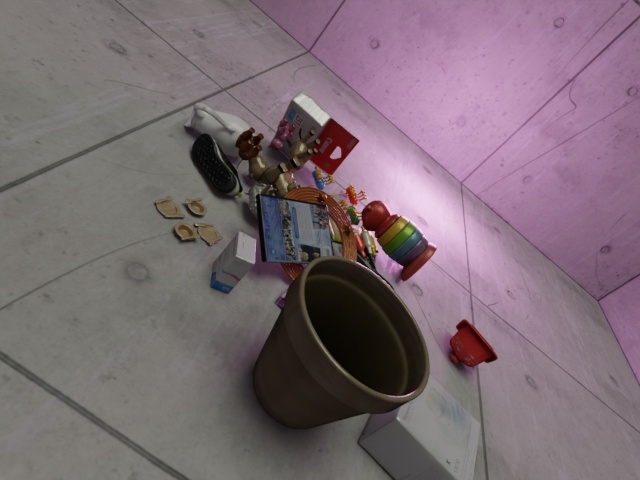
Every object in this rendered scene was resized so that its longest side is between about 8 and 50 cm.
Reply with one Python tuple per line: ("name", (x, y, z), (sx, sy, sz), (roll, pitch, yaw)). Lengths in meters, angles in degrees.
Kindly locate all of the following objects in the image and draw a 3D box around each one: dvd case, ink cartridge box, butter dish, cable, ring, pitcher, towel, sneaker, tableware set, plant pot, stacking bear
("dvd case", (-0.064, -0.025, 1.251), (0.253, 0.022, 0.180), (6, 71, -44))
("ink cartridge box", (-0.205, 0.052, 1.086), (0.052, 0.122, 0.088), (27, 34, -25))
("butter dish", (0.482, 0.361, 1.523), (0.160, 0.118, 0.160), (52, -10, 18))
("cable", (0.171, 0.077, 1.535), (0.139, 0.072, 0.287), (7, 48, -48))
("ring", (0.000, 0.000, 1.346), (0.337, 0.032, 0.336), (19, 63, -42))
("pitcher", (-0.309, -0.352, 1.440), (0.207, 0.125, 0.178), (29, -7, -19))
("ink cartridge box", (-0.028, -0.356, 1.654), (0.261, 0.296, 0.066), (40, 64, -3))
("towel", (0.111, -0.015, 1.649), (0.237, 0.021, 0.102), (16, 45, -39))
("sneaker", (-0.305, -0.215, 1.376), (0.234, 0.084, 0.097), (59, 11, 22))
("tableware set", (-0.332, -0.053, 1.172), (0.141, 0.020, 0.168), (-8, 57, -54))
("plant pot", (0.012, 0.241, 0.946), (0.323, 0.280, 0.323), (30, 32, -21))
("stacking bear", (0.263, -0.023, 1.666), (0.289, 0.164, 0.175), (45, 21, 0))

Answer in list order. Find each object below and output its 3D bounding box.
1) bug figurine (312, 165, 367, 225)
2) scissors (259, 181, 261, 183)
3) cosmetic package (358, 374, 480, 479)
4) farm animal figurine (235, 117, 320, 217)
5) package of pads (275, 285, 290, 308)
("bug figurine", (0.073, -0.162, 1.734), (0.279, 0.072, 0.216), (20, 43, -41))
("scissors", (-0.106, -0.135, 1.541), (0.297, 0.021, 0.109), (42, 39, 5))
("cosmetic package", (0.242, 0.456, 1.090), (0.225, 0.138, 0.224), (44, 30, 4))
("farm animal figurine", (-0.135, -0.213, 1.456), (0.330, 0.172, 0.326), (-7, 74, -47))
("package of pads", (-0.077, 0.151, 1.202), (0.050, 0.032, 0.083), (42, 30, 3))
